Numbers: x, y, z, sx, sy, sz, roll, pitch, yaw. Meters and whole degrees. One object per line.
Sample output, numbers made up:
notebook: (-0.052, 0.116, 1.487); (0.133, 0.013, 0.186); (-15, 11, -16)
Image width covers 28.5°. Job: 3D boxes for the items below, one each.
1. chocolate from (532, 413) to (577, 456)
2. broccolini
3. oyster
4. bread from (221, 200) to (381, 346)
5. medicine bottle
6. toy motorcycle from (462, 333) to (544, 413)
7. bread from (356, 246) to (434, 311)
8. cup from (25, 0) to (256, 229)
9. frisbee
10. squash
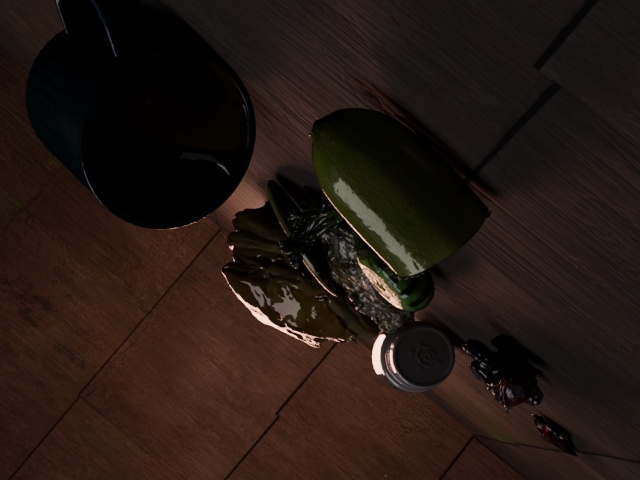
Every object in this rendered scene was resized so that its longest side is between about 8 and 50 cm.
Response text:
chocolate: (0.443, 0.373, 2.389); (0.086, 0.028, 0.182); (34, 170, 25)
broccolini: (0.003, 0.001, 1.885); (0.062, 0.123, 0.271); (13, -171, -24)
oyster: (0.069, 0.048, 2.059); (0.198, 0.092, 0.259); (24, 161, 52)
bread: (-0.028, 0.104, 2.506); (0.370, 0.191, 0.314); (32, 169, 41)
medicine bottle: (0.177, 0.217, 2.359); (0.139, 0.139, 0.237); (40, 172, -1)
toy motorcycle: (0.294, 0.209, 1.925); (0.122, 0.082, 0.213); (47, -173, 31)
bread: (0.111, 0.045, 1.844); (0.139, 0.071, 0.130); (49, 174, -23)
cup: (-0.278, -0.190, 1.720); (0.308, 0.242, 0.292); (41, 176, -33)
frisbee: (-0.027, -0.002, 2.158); (0.236, 0.017, 0.236); (56, -172, -11)
squash: (0.065, -0.059, 1.255); (0.187, 0.123, 0.123); (45, 172, -14)
